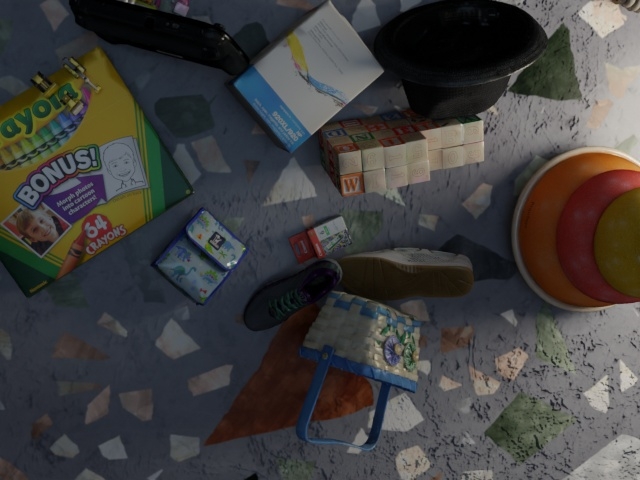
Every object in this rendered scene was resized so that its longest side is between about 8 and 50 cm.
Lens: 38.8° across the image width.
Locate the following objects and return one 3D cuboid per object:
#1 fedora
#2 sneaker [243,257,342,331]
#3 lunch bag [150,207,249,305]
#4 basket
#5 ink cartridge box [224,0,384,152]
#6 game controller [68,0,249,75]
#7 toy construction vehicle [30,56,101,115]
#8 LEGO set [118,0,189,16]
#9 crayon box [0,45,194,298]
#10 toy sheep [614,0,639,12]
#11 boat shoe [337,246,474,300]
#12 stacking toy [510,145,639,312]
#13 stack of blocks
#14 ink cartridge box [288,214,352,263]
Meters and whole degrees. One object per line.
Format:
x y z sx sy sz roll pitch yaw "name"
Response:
0.264 -0.329 1.729 0.334 0.334 0.152 -12 131 -9 "fedora"
-0.060 0.109 1.782 0.223 0.098 0.083 -34 97 6 "sneaker"
-0.229 0.031 1.756 0.129 0.096 0.151 43 75 -12 "lunch bag"
0.068 0.257 1.758 0.254 0.201 0.289 22 86 -53 "basket"
-0.033 -0.304 1.696 0.232 0.171 0.168 -41 104 -2 "ink cartridge box"
-0.280 -0.361 1.586 0.319 0.166 0.067 18 92 19 "game controller"
-0.444 -0.273 1.587 0.086 0.035 0.098 -45 100 -3 "toy construction vehicle"
-0.368 -0.479 1.626 0.287 0.132 0.107 23 87 -26 "LEGO set"
-0.469 -0.126 1.672 0.363 0.106 0.313 -33 103 -5 "crayon box"
0.643 -0.502 1.841 0.132 0.091 0.091 -4 100 -10 "toy sheep"
0.169 0.059 1.838 0.277 0.096 0.098 5 120 7 "boat shoe"
0.599 0.009 1.710 0.350 0.480 0.351 -2 99 -10 "stacking toy"
0.159 -0.179 1.746 0.297 0.171 0.087 -11 117 -10 "stack of blocks"
0.000 0.000 1.823 0.115 0.029 0.063 -25 103 -7 "ink cartridge box"
